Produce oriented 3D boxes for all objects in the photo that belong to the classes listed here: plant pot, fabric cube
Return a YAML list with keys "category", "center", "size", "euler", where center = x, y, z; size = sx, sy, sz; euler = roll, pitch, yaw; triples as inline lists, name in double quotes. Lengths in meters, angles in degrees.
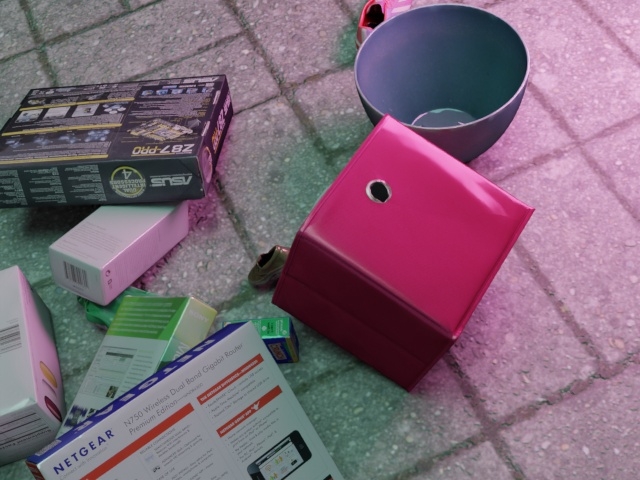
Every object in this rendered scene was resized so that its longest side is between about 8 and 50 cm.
- category: "plant pot"
  center: [0.213, -0.239, 1.697]
  size: [0.290, 0.195, 0.290]
  euler: [-5, 54, 7]
- category: "fabric cube"
  center: [0.114, 0.025, 1.446]
  size: [0.258, 0.259, 0.254]
  euler: [34, 63, 6]

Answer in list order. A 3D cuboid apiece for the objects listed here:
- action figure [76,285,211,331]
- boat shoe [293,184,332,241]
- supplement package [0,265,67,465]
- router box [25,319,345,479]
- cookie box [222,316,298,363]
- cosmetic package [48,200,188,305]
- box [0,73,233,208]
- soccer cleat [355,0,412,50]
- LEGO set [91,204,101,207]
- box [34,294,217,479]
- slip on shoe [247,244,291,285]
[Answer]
- category: "action figure"
  center: [-0.304, 0.126, 1.606]
  size: [0.232, 0.063, 0.137]
  euler: [19, 62, 21]
- category: "boat shoe"
  center: [0.000, 0.000, 1.629]
  size: [0.096, 0.088, 0.267]
  euler: [14, 58, 18]
- category: "supplement package"
  center: [-0.527, 0.208, 1.535]
  size: [0.204, 0.145, 0.262]
  euler: [-19, 55, -3]
- category: "router box"
  center: [-0.159, 0.319, 1.290]
  size: [0.335, 0.082, 0.301]
  euler: [-32, 97, -27]
- category: "cookie box"
  center: [-0.092, 0.159, 1.530]
  size: [0.107, 0.092, 0.040]
  euler: [-5, 57, 6]
- category: "cosmetic package"
  center: [-0.335, -0.001, 1.652]
  size: [0.117, 0.085, 0.231]
  euler: [22, 41, 24]
- category: "box"
  center: [-0.375, -0.184, 1.761]
  size: [0.395, 0.097, 0.318]
  euler: [-3, 32, 6]
- category: "soccer cleat"
  center: [0.125, -0.460, 1.931]
  size: [0.083, 0.095, 0.248]
  euler: [10, 58, 16]
- category: "LEGO set"
  center: [-0.412, -0.083, 1.803]
  size: [0.054, 0.023, 0.083]
  euler: [4, 42, 9]
- category: "box"
  center: [-0.285, 0.232, 1.418]
  size: [0.232, 0.058, 0.322]
  euler: [-4, 59, 55]
- category: "slip on shoe"
  center: [-0.087, 0.038, 1.598]
  size: [0.041, 0.135, 0.051]
  euler: [29, 65, -24]
